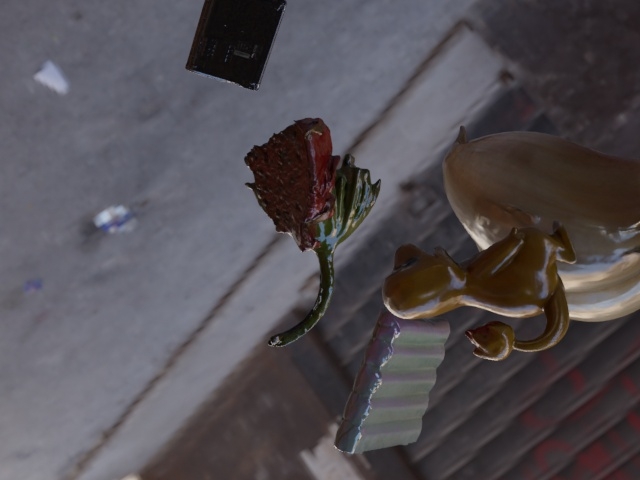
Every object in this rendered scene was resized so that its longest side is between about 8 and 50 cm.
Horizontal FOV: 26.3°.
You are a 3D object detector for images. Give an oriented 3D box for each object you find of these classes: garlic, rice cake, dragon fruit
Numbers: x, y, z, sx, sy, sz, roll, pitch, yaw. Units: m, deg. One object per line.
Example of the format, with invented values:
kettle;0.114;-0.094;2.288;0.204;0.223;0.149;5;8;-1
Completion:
garlic;0.310;-0.022;1.710;0.313;0.249;0.286;0;178;6
rice cake;0.093;0.172;1.669;0.198;0.037;0.189;26;83;-63
dragon fruit;-0.010;-0.060;1.438;0.097;0.131;0.063;-20;-178;43

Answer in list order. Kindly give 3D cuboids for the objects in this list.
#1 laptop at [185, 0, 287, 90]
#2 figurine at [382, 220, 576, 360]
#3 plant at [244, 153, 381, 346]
laptop;-0.139;-0.334;2.236;0.016;0.129;0.180;-86;-166;-53
figurine;0.144;0.053;1.243;0.176;0.122;0.121;-2;146;-3
plant;-0.007;0.006;2.470;0.251;0.333;0.180;-5;-175;-12
